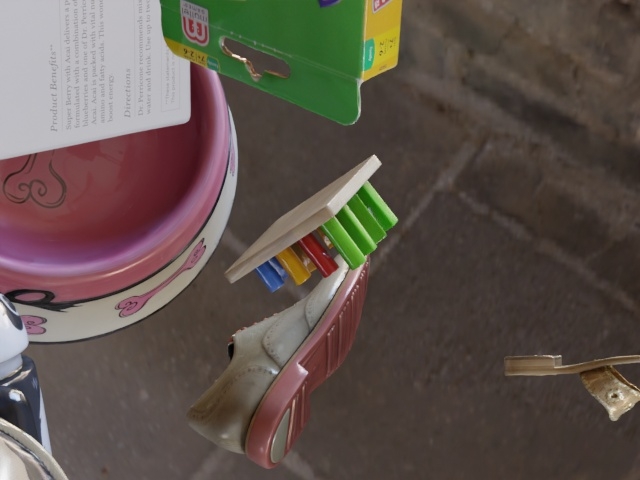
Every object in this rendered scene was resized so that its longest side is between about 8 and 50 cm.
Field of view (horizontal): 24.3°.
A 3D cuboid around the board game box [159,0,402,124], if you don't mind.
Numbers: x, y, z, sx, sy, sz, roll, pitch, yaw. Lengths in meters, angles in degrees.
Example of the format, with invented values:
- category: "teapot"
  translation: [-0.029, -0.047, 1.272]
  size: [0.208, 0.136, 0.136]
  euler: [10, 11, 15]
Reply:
- category: "board game box"
  translation: [-0.017, -0.183, 0.616]
  size: [0.124, 0.259, 0.039]
  euler: [26, 35, 33]

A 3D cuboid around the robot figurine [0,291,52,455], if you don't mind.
- category: "robot figurine"
  translation: [-0.283, 0.161, 1.101]
  size: [0.209, 0.173, 0.278]
  euler: [-7, 99, 8]

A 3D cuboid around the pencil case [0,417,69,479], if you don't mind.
- category: "pencil case"
  translation: [-0.313, 0.252, 0.896]
  size: [0.183, 0.410, 0.160]
  euler: [45, 31, -15]

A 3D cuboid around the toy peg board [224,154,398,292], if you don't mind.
- category: "toy peg board"
  translation: [0.000, 0.000, 1.668]
  size: [0.079, 0.160, 0.161]
  euler: [53, 31, -6]

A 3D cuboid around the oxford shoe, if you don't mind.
- category: "oxford shoe"
  translation: [-0.041, 0.115, 1.788]
  size: [0.130, 0.123, 0.348]
  euler: [18, 42, 17]

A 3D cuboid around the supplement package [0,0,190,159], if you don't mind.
- category: "supplement package"
  translation: [-0.235, -0.139, 0.807]
  size: [0.175, 0.178, 0.293]
  euler: [16, 22, 40]

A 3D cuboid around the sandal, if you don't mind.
- category: "sandal"
  translation: [0.339, 0.177, 1.785]
  size: [0.240, 0.088, 0.079]
  euler: [-3, 85, 23]

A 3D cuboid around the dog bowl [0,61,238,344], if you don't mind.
- category: "dog bowl"
  translation: [-0.273, -0.106, 1.511]
  size: [0.407, 0.150, 0.408]
  euler: [3, 76, -12]
